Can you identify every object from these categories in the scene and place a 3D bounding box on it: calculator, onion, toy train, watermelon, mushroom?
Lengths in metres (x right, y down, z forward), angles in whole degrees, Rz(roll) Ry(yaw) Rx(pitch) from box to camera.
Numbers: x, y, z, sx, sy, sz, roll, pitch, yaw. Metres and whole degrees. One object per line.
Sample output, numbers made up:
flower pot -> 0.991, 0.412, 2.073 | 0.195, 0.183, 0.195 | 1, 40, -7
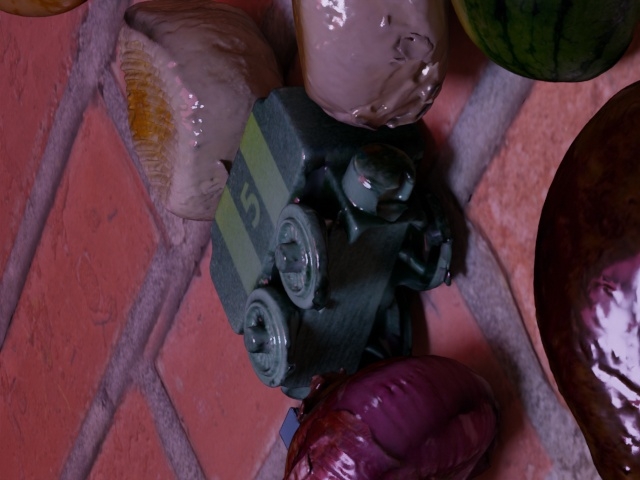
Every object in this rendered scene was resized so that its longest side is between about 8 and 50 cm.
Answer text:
calculator -> 0.002, 0.250, 2.025 | 0.172, 0.018, 0.057 | 61, 144, 30
onion -> 0.044, 0.176, 1.715 | 0.163, 0.230, 0.230 | 55, 143, 21
toy train -> 0.000, 0.000, 1.809 | 0.238, 0.167, 0.299 | 64, 147, 36
watermelon -> 0.161, -0.230, 1.487 | 0.204, 0.127, 0.232 | 43, 129, 52
mushroom -> 0.287, 0.049, 1.271 | 0.345, 0.239, 0.345 | 19, 127, 27

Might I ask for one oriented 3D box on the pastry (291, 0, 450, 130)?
pastry -> 0.037, -0.223, 1.631 | 0.265, 0.133, 0.265 | -5, -90, -89

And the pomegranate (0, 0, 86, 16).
pomegranate -> -0.332, -0.366, 2.198 | 0.248, 0.248, 0.248 | 27, 122, 55

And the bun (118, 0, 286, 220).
bun -> -0.107, -0.142, 1.962 | 0.244, 0.153, 0.244 | 162, 90, -74
